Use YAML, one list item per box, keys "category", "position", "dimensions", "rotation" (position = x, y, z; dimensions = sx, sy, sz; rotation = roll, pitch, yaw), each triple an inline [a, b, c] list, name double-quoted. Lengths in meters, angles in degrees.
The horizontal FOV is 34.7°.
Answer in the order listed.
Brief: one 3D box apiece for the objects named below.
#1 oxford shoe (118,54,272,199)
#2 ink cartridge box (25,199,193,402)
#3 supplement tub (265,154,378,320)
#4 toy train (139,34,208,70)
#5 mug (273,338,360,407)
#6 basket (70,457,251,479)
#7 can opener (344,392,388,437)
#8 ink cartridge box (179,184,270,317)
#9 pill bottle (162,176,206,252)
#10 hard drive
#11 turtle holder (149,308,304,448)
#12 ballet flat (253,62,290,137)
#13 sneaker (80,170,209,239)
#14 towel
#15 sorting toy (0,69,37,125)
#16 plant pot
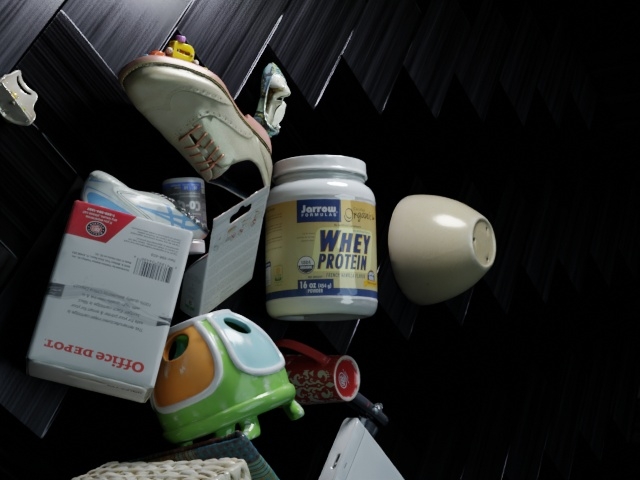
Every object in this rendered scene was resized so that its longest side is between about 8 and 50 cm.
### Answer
- category: "oxford shoe"
  position: [-0.208, -0.199, 1.879]
  dimensions: [0.397, 0.140, 0.146]
  rotation: [32, 34, -46]
- category: "ink cartridge box"
  position: [-0.334, 0.100, 1.629]
  dimensions: [0.197, 0.114, 0.272]
  rotation: [16, 64, -9]
- category: "supplement tub"
  position: [0.000, 0.000, 2.089]
  dimensions: [0.228, 0.228, 0.316]
  rotation: [11, 75, -53]
- category: "toy train"
  position: [-0.277, -0.311, 1.925]
  dimensions: [0.166, 0.046, 0.125]
  rotation: [49, 62, -44]
- category: "mug"
  position: [-0.025, 0.273, 2.055]
  dimensions: [0.150, 0.169, 0.113]
  rotation: [39, 54, -44]
- category: "basket"
  position: [-0.270, 0.515, 1.548]
  dimensions: [0.266, 0.328, 0.331]
  rotation: [-24, 103, -57]
- category: "can opener"
  position: [0.090, 0.370, 2.290]
  dimensions: [0.186, 0.059, 0.073]
  rotation: [50, 42, -37]
- category: "ink cartridge box"
  position: [-0.178, 0.012, 1.899]
  dimensions: [0.181, 0.056, 0.224]
  rotation: [-38, 146, -50]
- category: "pill bottle"
  position: [-0.248, -0.043, 1.882]
  dimensions: [0.078, 0.078, 0.137]
  rotation: [3, 81, -54]
- category: "hard drive"
  position: [0.113, 0.597, 2.293]
  dimensions: [0.353, 0.047, 0.233]
  rotation: [56, 43, -32]
- category: "turtle holder"
  position: [-0.157, 0.239, 1.820]
  dimensions: [0.320, 0.243, 0.227]
  rotation: [-16, 81, -40]
- category: "ballet flat"
  position: [-0.095, -0.293, 2.152]
  dimensions: [0.070, 0.070, 0.188]
  rotation: [35, 57, -46]
- category: "sneaker"
  position: [-0.305, -0.045, 1.775]
  dimensions: [0.237, 0.085, 0.086]
  rotation: [22, 96, -28]
- category: "towel"
  position: [-0.153, 0.484, 1.764]
  dimensions: [0.370, 0.272, 0.040]
  rotation: [60, 24, -27]
- category: "sorting toy"
  position: [-0.482, -0.231, 1.628]
  dimensions: [0.083, 0.045, 0.075]
  rotation: [59, 35, -29]
- category: "plant pot"
  position: [0.325, 0.014, 2.569]
  dimensions: [0.284, 0.191, 0.284]
  rotation: [15, 72, -52]
